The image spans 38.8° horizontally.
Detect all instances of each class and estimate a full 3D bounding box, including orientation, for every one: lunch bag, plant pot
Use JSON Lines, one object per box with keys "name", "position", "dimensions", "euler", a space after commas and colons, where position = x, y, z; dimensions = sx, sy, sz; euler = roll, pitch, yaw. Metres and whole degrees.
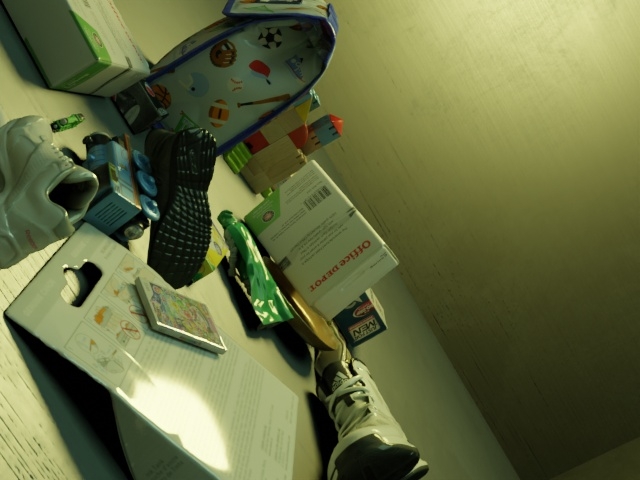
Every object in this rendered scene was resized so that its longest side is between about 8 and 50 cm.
{"name": "lunch bag", "position": [-0.142, -0.345, 1.771], "dimensions": [0.239, 0.385, 0.328], "euler": [58, 12, -18]}
{"name": "plant pot", "position": [-0.051, 0.133, 1.817], "dimensions": [0.236, 0.032, 0.236], "euler": [50, 5, -6]}

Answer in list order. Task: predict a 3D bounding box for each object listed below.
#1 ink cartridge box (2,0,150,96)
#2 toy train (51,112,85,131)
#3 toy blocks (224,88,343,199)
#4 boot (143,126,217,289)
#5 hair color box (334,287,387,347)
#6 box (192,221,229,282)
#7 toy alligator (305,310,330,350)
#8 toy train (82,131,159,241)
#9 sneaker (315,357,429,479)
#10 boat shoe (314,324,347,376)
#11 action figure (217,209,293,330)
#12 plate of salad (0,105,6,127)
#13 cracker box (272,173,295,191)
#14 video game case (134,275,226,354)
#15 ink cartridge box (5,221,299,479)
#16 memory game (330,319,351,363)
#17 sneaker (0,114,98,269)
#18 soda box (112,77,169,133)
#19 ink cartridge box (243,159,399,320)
{"name": "ink cartridge box", "position": [-0.371, -0.315, 1.409], "dimensions": [0.160, 0.092, 0.219], "euler": [61, 10, 1]}
{"name": "toy train", "position": [-0.356, -0.168, 1.286], "dimensions": [0.017, 0.024, 0.083], "euler": [59, 10, -9]}
{"name": "toy blocks", "position": [-0.117, -0.295, 2.096], "dimensions": [0.381, 0.261, 0.191], "euler": [54, 12, -30]}
{"name": "boot", "position": [-0.226, -0.049, 1.350], "dimensions": [0.083, 0.161, 0.246], "euler": [14, 84, -32]}
{"name": "hair color box", "position": [0.032, 0.075, 2.227], "dimensions": [0.347, 0.105, 0.174], "euler": [58, 7, -9]}
{"name": "box", "position": [-0.207, 0.001, 1.497], "dimensions": [0.105, 0.043, 0.179], "euler": [58, 12, -10]}
{"name": "toy alligator", "position": [-0.010, 0.180, 1.946], "dimensions": [0.189, 0.056, 0.051], "euler": [-96, -161, -49]}
{"name": "toy train", "position": [-0.283, -0.080, 1.259], "dimensions": [0.105, 0.080, 0.184], "euler": [42, 21, -43]}
{"name": "sneaker", "position": [0.049, 0.332, 1.621], "dimensions": [0.257, 0.169, 0.447], "euler": [56, 0, 21]}
{"name": "boat shoe", "position": [0.032, 0.245, 1.892], "dimensions": [0.065, 0.075, 0.206], "euler": [54, 8, -18]}
{"name": "action figure", "position": [-0.132, 0.049, 1.659], "dimensions": [0.232, 0.063, 0.137], "euler": [67, 13, 10]}
{"name": "plate of salad", "position": [-0.408, -0.179, 1.008], "dimensions": [0.200, 0.048, 0.200], "euler": [57, 12, -18]}
{"name": "cracker box", "position": [-0.076, -0.144, 2.421], "dimensions": [0.232, 0.067, 0.155], "euler": [54, 13, -27]}
{"name": "video game case", "position": [-0.176, 0.096, 1.149], "dimensions": [0.122, 0.011, 0.087], "euler": [29, 22, -46]}
{"name": "ink cartridge box", "position": [-0.195, 0.172, 1.093], "dimensions": [0.385, 0.091, 0.308], "euler": [41, 15, -12]}
{"name": "memory game", "position": [0.027, 0.221, 2.094], "dimensions": [0.186, 0.012, 0.186], "euler": [57, 11, -18]}
{"name": "sneaker", "position": [-0.299, -0.063, 1.000], "dimensions": [0.232, 0.115, 0.090], "euler": [-103, 179, -46]}
{"name": "soda box", "position": [-0.333, -0.270, 1.559], "dimensions": [0.169, 0.060, 0.053], "euler": [59, 10, -8]}
{"name": "ink cartridge box", "position": [0.000, 0.000, 1.890], "dimensions": [0.273, 0.198, 0.115], "euler": [52, 3, 31]}
